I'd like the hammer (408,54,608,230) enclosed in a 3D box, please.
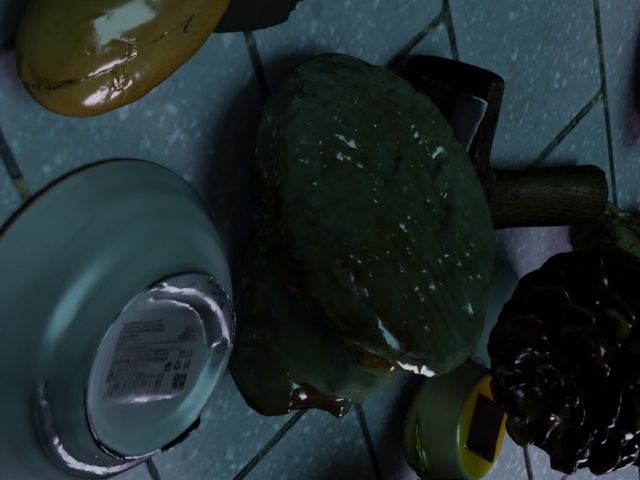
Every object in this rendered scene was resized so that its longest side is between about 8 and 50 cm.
[{"bbox_3d":[0.184,-0.042,1.389,0.408,0.095,0.243,-4,112,-54],"label":"hammer"}]

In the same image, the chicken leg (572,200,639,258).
[{"bbox_3d":[0.339,0.002,1.616,0.227,0.103,0.088,-44,149,-60],"label":"chicken leg"}]

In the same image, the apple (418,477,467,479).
[{"bbox_3d":[0.111,0.364,1.358,0.275,0.299,0.299,44,72,-29],"label":"apple"}]

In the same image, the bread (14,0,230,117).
[{"bbox_3d":[-0.115,-0.152,0.937,0.189,0.077,0.114,-43,134,-25],"label":"bread"}]

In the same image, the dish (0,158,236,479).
[{"bbox_3d":[-0.136,0.077,1.041,0.260,0.085,0.260,-30,131,-41],"label":"dish"}]

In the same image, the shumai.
[{"bbox_3d":[0.000,0.000,1.156,0.222,0.203,0.272,13,68,-39],"label":"shumai"}]

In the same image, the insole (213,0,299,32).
[{"bbox_3d":[-0.108,-0.200,0.987,0.327,0.007,0.111,-5,111,-52],"label":"insole"}]

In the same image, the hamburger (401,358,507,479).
[{"bbox_3d":[0.130,0.186,1.454,0.126,0.081,0.141,6,92,-57],"label":"hamburger"}]

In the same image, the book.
[{"bbox_3d":[0.183,0.087,1.519,0.103,0.017,0.135,-54,142,-13],"label":"book"}]

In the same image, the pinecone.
[{"bbox_3d":[0.269,0.113,1.389,0.272,0.224,0.224,2,108,-59],"label":"pinecone"}]
